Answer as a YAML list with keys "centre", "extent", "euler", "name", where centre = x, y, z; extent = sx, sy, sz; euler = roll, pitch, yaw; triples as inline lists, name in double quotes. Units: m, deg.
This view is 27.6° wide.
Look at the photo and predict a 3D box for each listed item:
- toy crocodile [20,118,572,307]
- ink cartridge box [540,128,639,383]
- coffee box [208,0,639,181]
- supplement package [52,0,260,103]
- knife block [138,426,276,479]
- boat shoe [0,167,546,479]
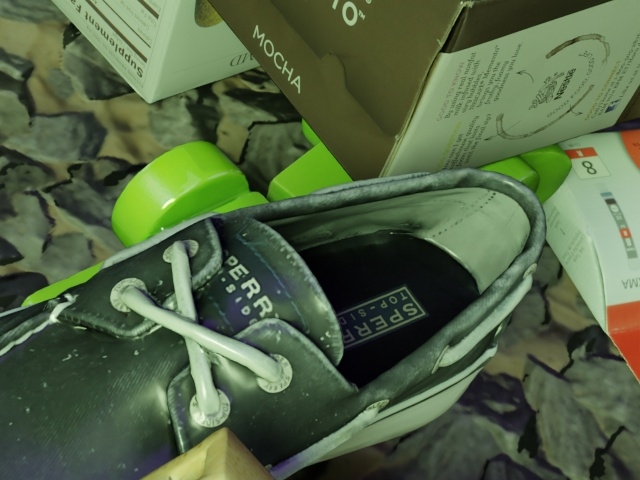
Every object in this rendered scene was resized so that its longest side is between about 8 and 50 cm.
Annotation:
- centre: [0.000, 0.000, 0.633]
  extent: [0.115, 0.105, 0.340]
  euler: [43, 51, 19]
  name: "toy crocodile"
- centre: [0.211, 0.010, 0.749]
  extent: [0.145, 0.045, 0.179]
  euler: [-7, 50, -29]
  name: "ink cartridge box"
- centre: [0.107, -0.147, 0.648]
  extent: [0.297, 0.119, 0.168]
  euler: [-19, 59, -35]
  name: "coffee box"
- centre: [-0.054, -0.218, 0.698]
  extent: [0.139, 0.244, 0.134]
  euler: [-25, 62, -38]
  name: "supplement package"
- centre: [0.039, 0.201, 0.367]
  extent: [0.276, 0.088, 0.242]
  euler: [62, 13, 22]
  name: "knife block"
- centre: [-0.035, 0.040, 0.419]
  extent: [0.301, 0.102, 0.108]
  euler: [-16, 61, -40]
  name: "boat shoe"
